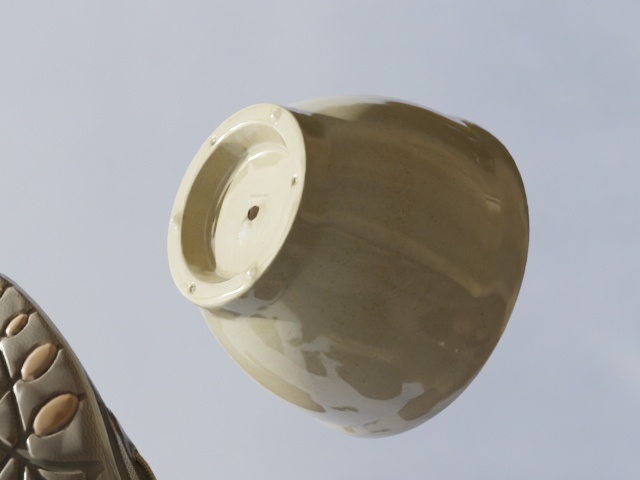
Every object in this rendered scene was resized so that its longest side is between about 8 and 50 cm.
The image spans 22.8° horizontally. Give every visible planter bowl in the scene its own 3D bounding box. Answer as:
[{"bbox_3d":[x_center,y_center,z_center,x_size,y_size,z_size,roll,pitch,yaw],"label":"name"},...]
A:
[{"bbox_3d":[0.000,0.000,0.730,0.109,0.162,0.162,23,-119,-38],"label":"planter bowl"}]

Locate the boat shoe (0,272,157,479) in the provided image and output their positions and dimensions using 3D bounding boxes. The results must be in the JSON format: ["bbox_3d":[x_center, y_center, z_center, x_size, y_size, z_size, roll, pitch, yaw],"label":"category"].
[{"bbox_3d":[-0.161,0.180,1.003,0.132,0.130,0.355,-30,-112,0],"label":"boat shoe"}]
